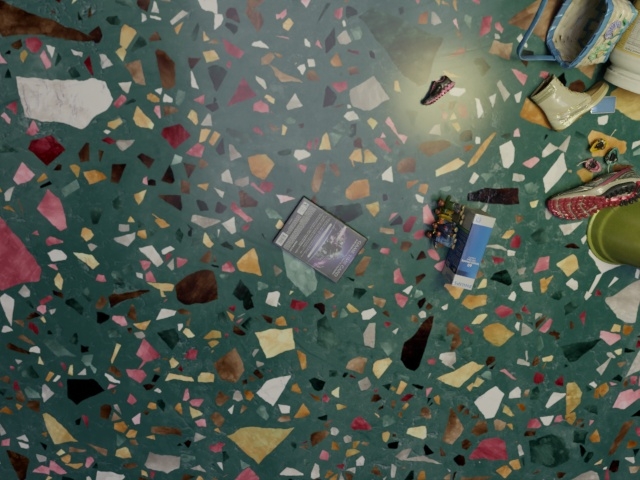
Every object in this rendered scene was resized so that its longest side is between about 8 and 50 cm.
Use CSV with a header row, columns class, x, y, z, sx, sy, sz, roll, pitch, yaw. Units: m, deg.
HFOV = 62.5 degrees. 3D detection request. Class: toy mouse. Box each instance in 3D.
class,x,y,z,sx,sy,sz,roll,pitch,yaw
toy mouse,0.962,-0.279,1.809,0.161,0.031,0.143,-36,111,10

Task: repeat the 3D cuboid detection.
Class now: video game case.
class,x,y,z,sx,sy,sz,roll,pitch,yaw
video game case,0.000,0.000,1.844,0.274,0.026,0.196,33,102,-12

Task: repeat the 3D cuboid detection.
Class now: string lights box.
class,x,y,z,sx,sy,sz,roll,pitch,yaw
string lights box,0.505,0.023,1.819,0.076,0.133,0.260,12,105,-7

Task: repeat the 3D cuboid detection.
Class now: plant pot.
class,x,y,z,sx,sy,sz,roll,pitch,yaw
plant pot,1.097,-0.010,1.778,0.276,0.254,0.276,-1,105,-2

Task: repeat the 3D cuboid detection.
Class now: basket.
class,x,y,z,sx,sy,sz,roll,pitch,yaw
basket,0.764,-0.653,1.579,0.289,0.201,0.255,2,142,-11

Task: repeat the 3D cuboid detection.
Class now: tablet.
class,x,y,z,sx,sy,sz,roll,pitch,yaw
tablet,0.951,-0.455,1.774,0.083,0.006,0.054,-4,106,-1

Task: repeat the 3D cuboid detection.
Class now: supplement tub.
class,x,y,z,sx,sy,sz,roll,pitch,yaw
supplement tub,1.031,-0.620,1.583,0.241,0.241,0.331,10,123,-6

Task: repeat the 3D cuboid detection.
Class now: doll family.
class,x,y,z,sx,sy,sz,roll,pitch,yaw
doll family,0.424,-0.059,1.810,0.111,0.076,0.193,21,97,28

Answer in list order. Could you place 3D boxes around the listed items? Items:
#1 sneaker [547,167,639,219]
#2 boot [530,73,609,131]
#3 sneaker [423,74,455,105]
class,x,y,z,sx,sy,sz,roll,pitch,yaw
sneaker,0.933,-0.158,1.808,0.299,0.112,0.121,-14,136,16
boot,0.813,-0.484,1.724,0.213,0.077,0.165,-41,102,11
sneaker,0.378,-0.490,1.720,0.119,0.047,0.057,-39,89,4
